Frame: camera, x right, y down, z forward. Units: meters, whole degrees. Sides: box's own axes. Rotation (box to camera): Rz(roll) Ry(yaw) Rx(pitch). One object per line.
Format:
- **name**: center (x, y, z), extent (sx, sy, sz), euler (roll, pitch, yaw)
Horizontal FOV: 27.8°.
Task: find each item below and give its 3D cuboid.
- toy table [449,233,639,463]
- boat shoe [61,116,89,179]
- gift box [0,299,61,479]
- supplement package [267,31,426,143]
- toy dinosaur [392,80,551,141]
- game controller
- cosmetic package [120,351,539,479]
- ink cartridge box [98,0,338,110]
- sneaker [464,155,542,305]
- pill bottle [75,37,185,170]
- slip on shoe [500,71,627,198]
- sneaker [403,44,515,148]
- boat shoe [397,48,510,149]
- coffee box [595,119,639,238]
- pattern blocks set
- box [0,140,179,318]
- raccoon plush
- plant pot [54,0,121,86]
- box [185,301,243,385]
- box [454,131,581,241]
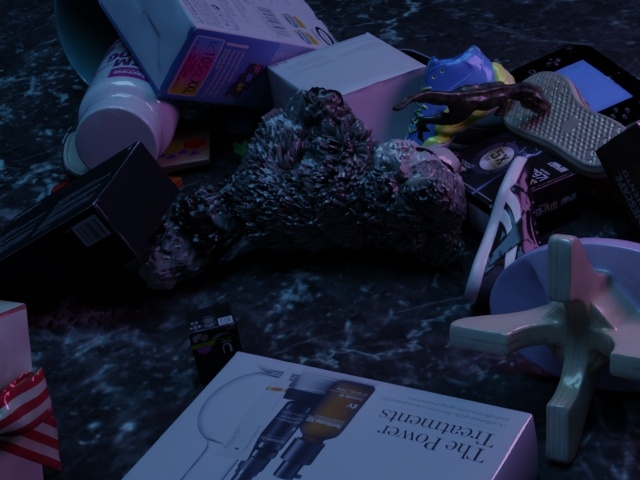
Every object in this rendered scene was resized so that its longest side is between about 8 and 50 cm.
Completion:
- **toy table**: center (0.292, 0.099, 1.413), extent (0.274, 0.252, 0.161), euler (-6, 12, 33)
- **boat shoe**: center (-0.404, -0.155, 2.190), extent (0.065, 0.075, 0.206), euler (-46, 23, 29)
- **gift box**: center (-0.453, 0.211, 1.443), extent (0.258, 0.276, 0.255), euler (4, 20, 30)
- **supplement package**: center (0.050, -0.217, 2.090), extent (0.194, 0.149, 0.203), euler (-21, 32, -18)
- **toy dinosaur**: center (0.197, -0.194, 1.862), extent (0.268, 0.064, 0.118), euler (-8, -11, -25)
- **game controller**: center (0.421, -0.233, 2.082), extent (0.166, 0.067, 0.319), euler (-16, 30, -10)
- **cosmetic package**: center (0.001, 0.263, 1.353), extent (0.377, 0.097, 0.284), euler (8, 38, 29)
- **ink cartridge box**: center (-0.142, -0.361, 2.209), extent (0.395, 0.151, 0.270), euler (1, 45, -42)
- **sneaker**: center (0.273, 0.001, 1.677), extent (0.121, 0.079, 0.217), euler (19, 67, 8)
- **pill bottle**: center (-0.313, -0.222, 2.150), extent (0.160, 0.160, 0.283), euler (-7, 31, 7)
- **slip on shoe**: center (0.368, -0.155, 1.905), extent (0.123, 0.101, 0.331), euler (-40, 34, 0)
- **sneaker**: center (0.177, -0.208, 1.988), extent (0.240, 0.126, 0.091), euler (-37, 4, 9)
- **boat shoe**: center (0.211, -0.232, 2.114), extent (0.116, 0.099, 0.319), euler (-22, 33, -25)
- **coffee box**: center (0.542, -0.116, 1.715), extent (0.297, 0.168, 0.119), euler (-22, -8, -19)
- **pattern blocks set**: center (-0.274, -0.145, 2.194), extent (0.324, 0.026, 0.285), euler (-6, 31, 9)
- **box**: center (-0.347, -0.008, 1.813), extent (0.261, 0.103, 0.184), euler (-27, 24, 28)
- **raccoon plush**: center (0.000, 0.000, 1.791), extent (0.446, 0.216, 0.299), euler (-45, 50, 1)
- **plant pot**: center (-0.322, -0.436, 2.466), extent (0.293, 0.293, 0.235), euler (13, 23, 35)
- **box**: center (-0.131, 0.130, 1.626), extent (0.062, 0.083, 0.052), euler (-13, 31, -5)
- **box**: center (0.260, -0.073, 1.851), extent (0.147, 0.078, 0.180), euler (-21, 32, -18)
